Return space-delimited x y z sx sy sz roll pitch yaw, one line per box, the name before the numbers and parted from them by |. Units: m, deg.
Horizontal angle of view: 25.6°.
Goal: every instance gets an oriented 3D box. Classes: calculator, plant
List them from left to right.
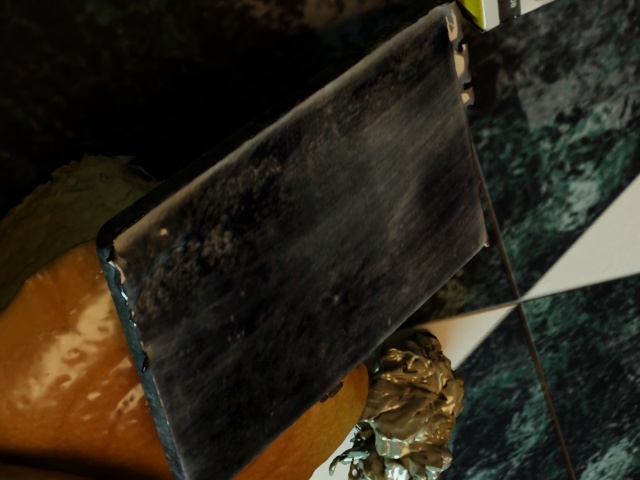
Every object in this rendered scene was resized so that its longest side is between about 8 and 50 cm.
calculator | 0.000 0.000 0.706 0.262 0.021 0.161 -38 129 -37
plant | 0.030 0.114 0.919 0.122 0.104 0.116 6 90 0

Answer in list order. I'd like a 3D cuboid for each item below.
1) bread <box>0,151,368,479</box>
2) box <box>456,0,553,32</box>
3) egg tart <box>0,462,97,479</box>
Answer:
bread | -0.086 0.067 0.748 0.174 0.121 0.245 -37 135 4
box | 0.177 -0.210 0.727 0.247 0.033 0.129 -26 136 -10
egg tart | -0.191 0.257 0.754 0.388 0.169 0.388 -6 146 -4
